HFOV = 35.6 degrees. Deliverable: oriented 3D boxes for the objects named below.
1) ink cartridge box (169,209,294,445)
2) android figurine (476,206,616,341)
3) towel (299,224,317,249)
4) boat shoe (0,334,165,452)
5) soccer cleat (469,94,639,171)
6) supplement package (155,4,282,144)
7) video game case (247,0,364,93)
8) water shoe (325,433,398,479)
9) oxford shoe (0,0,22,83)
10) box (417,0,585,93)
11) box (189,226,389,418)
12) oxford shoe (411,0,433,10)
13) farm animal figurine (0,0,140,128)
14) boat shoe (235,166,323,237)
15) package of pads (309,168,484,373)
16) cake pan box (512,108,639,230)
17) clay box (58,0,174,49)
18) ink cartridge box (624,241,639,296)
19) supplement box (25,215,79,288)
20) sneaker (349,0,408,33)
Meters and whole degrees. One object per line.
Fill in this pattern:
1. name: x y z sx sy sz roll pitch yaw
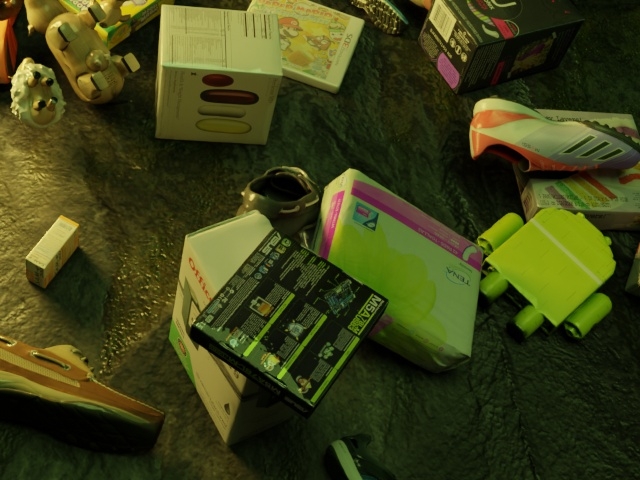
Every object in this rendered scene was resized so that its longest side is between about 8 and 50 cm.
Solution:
1. ink cartridge box: -0.112 0.129 1.420 0.121 0.289 0.211 -21 63 -25
2. android figurine: 0.394 0.050 1.724 0.273 0.056 0.248 -39 73 -24
3. towel: 0.000 0.000 1.697 0.067 0.029 0.119 -4 56 -16
4. boat shoe: -0.375 0.202 1.414 0.324 0.122 0.120 18 51 -2
5. soccer cleat: 0.422 -0.163 1.798 0.318 0.108 0.116 15 75 -4
6. supplement package: -0.184 -0.287 1.750 0.203 0.194 0.149 2 56 -11
7. video game case: -0.044 -0.401 1.965 0.227 0.026 0.206 19 54 1
8. water shoe: 0.085 0.367 1.436 0.080 0.073 0.203 -18 62 -26
9. oxford shoe: -0.616 -0.442 1.801 0.133 0.130 0.363 -1 56 -7
10. box: 0.361 -0.425 2.005 0.270 0.143 0.165 -18 62 -24
11. box: -0.037 0.099 1.256 0.184 0.045 0.190 33 56 7
12. oxford shoe: 0.312 -0.570 2.113 0.348 0.123 0.130 -21 38 -38
13. farm animal figurine: -0.422 -0.381 1.736 0.330 0.172 0.327 -21 99 -30
14. boat shoe: -0.057 -0.070 1.600 0.112 0.095 0.335 18 22 7
15. package of pads: 0.121 0.056 1.586 0.296 0.101 0.229 29 52 -20
16. cake pan box: 0.489 -0.136 1.884 0.267 0.070 0.246 3 53 -10
17. clay box: -0.397 -0.451 1.900 0.127 0.053 0.222 36 55 11
18. ink cartridge box: 0.674 0.053 1.755 0.218 0.092 0.158 22 75 0
19. supplement box: -0.420 0.018 1.565 0.036 0.062 0.098 28 55 4
20. sneaker: 0.128 -0.491 2.047 0.073 0.063 0.162 -29 67 -32
